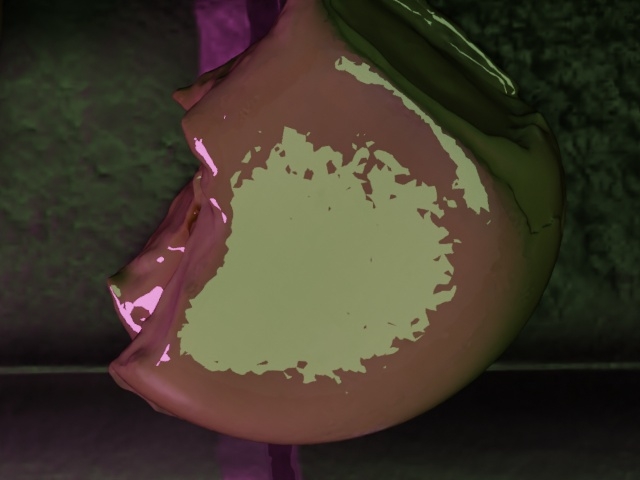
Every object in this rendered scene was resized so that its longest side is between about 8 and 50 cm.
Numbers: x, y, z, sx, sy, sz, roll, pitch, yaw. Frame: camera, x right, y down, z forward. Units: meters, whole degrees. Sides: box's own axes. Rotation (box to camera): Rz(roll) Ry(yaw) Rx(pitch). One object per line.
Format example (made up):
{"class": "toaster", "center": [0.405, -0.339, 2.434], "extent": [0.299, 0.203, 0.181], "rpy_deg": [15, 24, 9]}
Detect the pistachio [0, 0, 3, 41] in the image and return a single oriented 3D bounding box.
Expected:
{"class": "pistachio", "center": [-0.184, -0.131, 0.681], "extent": [0.135, 0.136, 0.226], "rpy_deg": [-5, 112, 2]}

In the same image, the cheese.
{"class": "cheese", "center": [0.000, 0.000, 0.738], "extent": [0.175, 0.091, 0.202], "rpy_deg": [43, 102, -8]}
